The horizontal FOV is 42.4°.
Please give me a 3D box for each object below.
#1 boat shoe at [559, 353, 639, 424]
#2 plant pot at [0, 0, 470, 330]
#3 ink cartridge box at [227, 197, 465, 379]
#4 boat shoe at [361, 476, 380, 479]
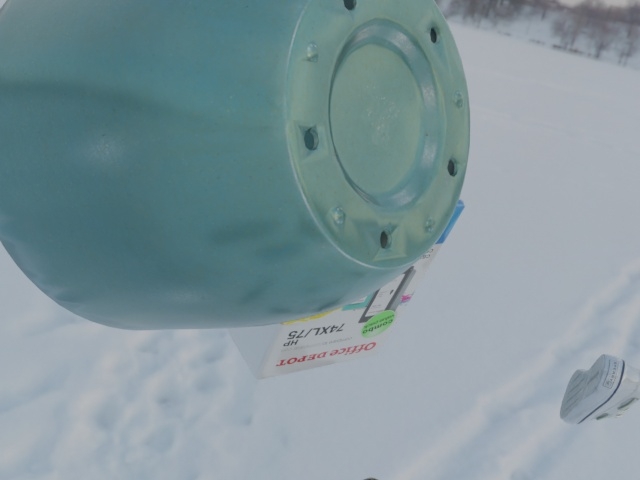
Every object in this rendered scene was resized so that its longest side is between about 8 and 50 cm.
[{"bbox_3d":[0.397,0.222,1.156,0.075,0.083,0.226,19,-17,8],"label":"boat shoe"},{"bbox_3d":[-0.044,-0.076,0.560,0.235,0.293,0.293,1,4,42],"label":"plant pot"},{"bbox_3d":[0.000,0.000,1.018,0.198,0.270,0.197,-6,47,-34],"label":"ink cartridge box"},{"bbox_3d":[0.114,0.463,1.235,0.257,0.095,0.095,55,5,37],"label":"boat shoe"}]
